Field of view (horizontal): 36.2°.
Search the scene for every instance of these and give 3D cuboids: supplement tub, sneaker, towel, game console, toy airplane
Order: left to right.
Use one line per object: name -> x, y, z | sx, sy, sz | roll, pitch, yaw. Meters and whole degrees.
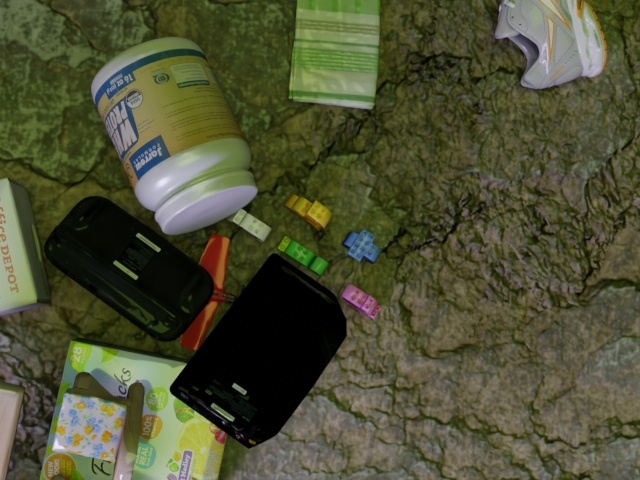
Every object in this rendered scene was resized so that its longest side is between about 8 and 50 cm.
supplement tub -> -0.169, -0.122, 1.156 | 0.144, 0.144, 0.199 | -25, 78, -6
toy airplane -> -0.167, 0.055, 1.219 | 0.151, 0.028, 0.151 | 1, 85, -6
game console -> -0.154, 0.067, 1.174 | 0.361, 0.044, 0.213 | 36, 62, 3
towel -> 0.019, -0.247, 1.261 | 0.113, 0.023, 0.152 | 5, 84, -8
sneaker -> 0.267, -0.315, 1.238 | 0.121, 0.099, 0.262 | -22, 100, 3

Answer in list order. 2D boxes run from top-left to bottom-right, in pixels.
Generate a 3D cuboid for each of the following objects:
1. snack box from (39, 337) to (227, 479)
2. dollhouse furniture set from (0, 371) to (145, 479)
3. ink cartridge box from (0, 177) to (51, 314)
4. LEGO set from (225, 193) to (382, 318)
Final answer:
snack box -> -0.216, 0.223, 1.185 | 0.207, 0.070, 0.174 | 11, 86, -4
dollhouse furniture set -> -0.404, 0.332, 1.003 | 0.362, 0.256, 0.394 | 13, 105, -11
ink cartridge box -> -0.445, 0.026, 1.161 | 0.212, 0.093, 0.154 | -13, 88, -6
LEGO set -> 0.000, 0.000, 1.206 | 0.227, 0.093, 0.087 | 33, 84, -3
